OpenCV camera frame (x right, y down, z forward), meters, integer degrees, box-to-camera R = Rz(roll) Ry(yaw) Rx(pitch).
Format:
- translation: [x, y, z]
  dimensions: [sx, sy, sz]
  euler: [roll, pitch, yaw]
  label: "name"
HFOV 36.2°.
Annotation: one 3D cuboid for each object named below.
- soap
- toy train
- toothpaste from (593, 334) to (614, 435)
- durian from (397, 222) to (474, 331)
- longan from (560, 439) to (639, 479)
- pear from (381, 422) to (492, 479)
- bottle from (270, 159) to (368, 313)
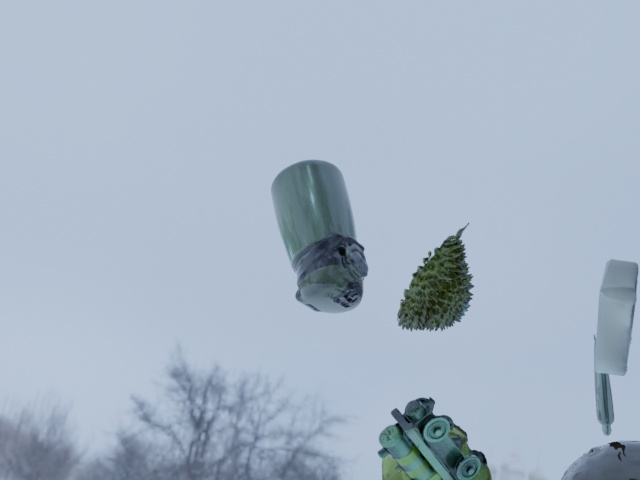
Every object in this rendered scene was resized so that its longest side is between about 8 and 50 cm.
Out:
- translation: [0.543, 0.141, 1.792]
  dimensions: [0.064, 0.121, 0.183]
  euler: [7, -60, 19]
  label: "soap"
- translation: [0.171, 0.346, 1.588]
  dimensions: [0.200, 0.132, 0.083]
  euler: [53, -3, -29]
  label: "toy train"
- translation: [0.617, 0.324, 2.141]
  dimensions: [0.037, 0.067, 0.255]
  euler: [-11, -64, 6]
  label: "toothpaste"
- translation: [0.202, 0.087, 1.625]
  dimensions: [0.096, 0.137, 0.220]
  euler: [29, -45, 22]
  label: "durian"
- translation: [0.636, 0.585, 1.941]
  dimensions: [0.391, 0.390, 0.391]
  euler: [9, -17, 3]
  label: "longan"
- translation: [0.233, 0.506, 2.025]
  dimensions: [0.164, 0.255, 0.238]
  euler: [-37, -83, 23]
  label: "pear"
- translation: [0.002, 0.000, 2.063]
  dimensions: [0.169, 0.346, 0.168]
  euler: [-9, -37, -7]
  label: "bottle"
